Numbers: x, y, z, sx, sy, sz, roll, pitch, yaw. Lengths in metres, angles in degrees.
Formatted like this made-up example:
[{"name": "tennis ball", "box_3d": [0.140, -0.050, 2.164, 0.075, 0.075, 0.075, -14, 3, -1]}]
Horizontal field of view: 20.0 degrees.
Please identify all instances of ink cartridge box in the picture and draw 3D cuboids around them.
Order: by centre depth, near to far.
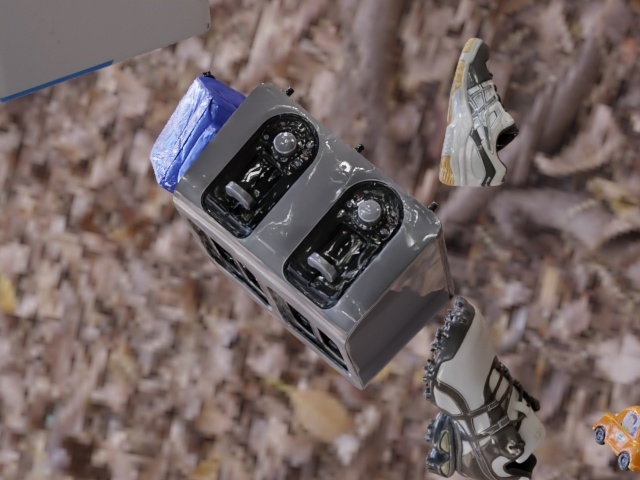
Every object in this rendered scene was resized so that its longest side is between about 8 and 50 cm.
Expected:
[{"name": "ink cartridge box", "box_3d": [-0.182, -0.185, 1.136, 0.203, 0.148, 0.086, 43, 148, 42]}]

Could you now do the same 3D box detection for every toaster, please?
[{"name": "toaster", "box_3d": [0.000, 0.000, 1.256, 0.168, 0.186, 0.110, 41, 81, 18]}]

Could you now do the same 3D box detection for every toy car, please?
[{"name": "toy car", "box_3d": [0.236, 0.132, 1.143, 0.060, 0.122, 0.040, -101, 31, -69]}]

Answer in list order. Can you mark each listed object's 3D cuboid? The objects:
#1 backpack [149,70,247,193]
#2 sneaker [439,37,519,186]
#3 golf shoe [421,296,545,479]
[{"name": "backpack", "box_3d": [-0.066, -0.059, 1.494, 0.098, 0.120, 0.101, -53, 30, 21]}, {"name": "sneaker", "box_3d": [0.082, -0.062, 0.909, 0.032, 0.037, 0.083, 93, -174, -66]}, {"name": "golf shoe", "box_3d": [0.129, 0.116, 1.378, 0.198, 0.094, 0.077, 81, -150, -52]}]
